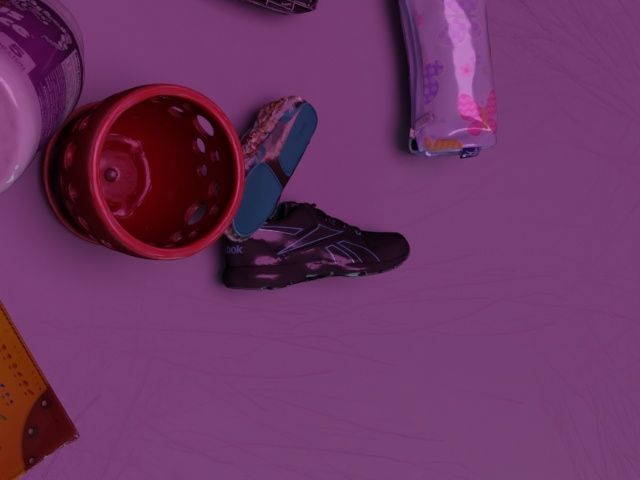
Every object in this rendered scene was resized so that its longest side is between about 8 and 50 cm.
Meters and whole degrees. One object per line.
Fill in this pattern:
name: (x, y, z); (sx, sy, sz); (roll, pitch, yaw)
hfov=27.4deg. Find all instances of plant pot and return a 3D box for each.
plant pot: (-0.205, -0.073, 1.471); (0.191, 0.174, 0.191); (1, 89, -33)

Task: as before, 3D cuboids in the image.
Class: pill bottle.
pill bottle: (-0.331, -0.160, 1.312); (0.169, 0.301, 0.169); (1, 113, 3)

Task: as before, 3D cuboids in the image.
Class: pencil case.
pencil case: (0.164, -0.244, 1.753); (0.124, 0.113, 0.273); (-5, 93, -14)

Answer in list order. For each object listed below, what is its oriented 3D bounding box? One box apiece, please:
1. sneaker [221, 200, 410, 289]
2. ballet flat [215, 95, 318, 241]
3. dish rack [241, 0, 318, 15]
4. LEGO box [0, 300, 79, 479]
sneaker: (0.000, 0.000, 1.651); (0.267, 0.101, 0.106); (-6, 91, -34)
ballet flat: (-0.079, -0.085, 1.586); (0.241, 0.077, 0.091); (-58, 138, -40)
dish rack: (-0.064, -0.421, 1.630); (0.208, 0.074, 0.271); (17, 83, -31)
LEGO box: (-0.477, 0.007, 1.174); (0.193, 0.372, 0.500); (-35, 109, -29)
